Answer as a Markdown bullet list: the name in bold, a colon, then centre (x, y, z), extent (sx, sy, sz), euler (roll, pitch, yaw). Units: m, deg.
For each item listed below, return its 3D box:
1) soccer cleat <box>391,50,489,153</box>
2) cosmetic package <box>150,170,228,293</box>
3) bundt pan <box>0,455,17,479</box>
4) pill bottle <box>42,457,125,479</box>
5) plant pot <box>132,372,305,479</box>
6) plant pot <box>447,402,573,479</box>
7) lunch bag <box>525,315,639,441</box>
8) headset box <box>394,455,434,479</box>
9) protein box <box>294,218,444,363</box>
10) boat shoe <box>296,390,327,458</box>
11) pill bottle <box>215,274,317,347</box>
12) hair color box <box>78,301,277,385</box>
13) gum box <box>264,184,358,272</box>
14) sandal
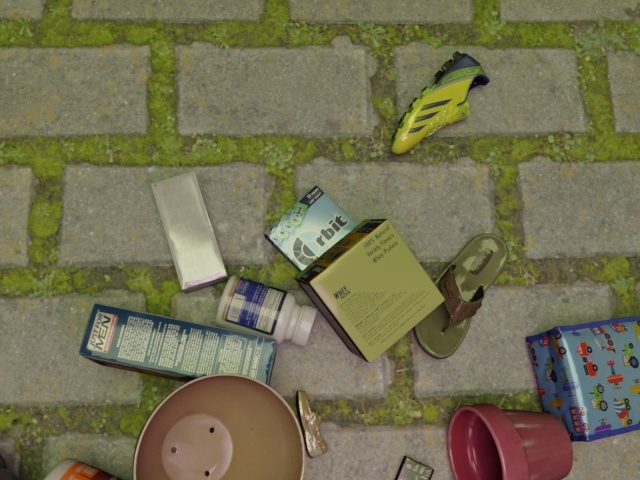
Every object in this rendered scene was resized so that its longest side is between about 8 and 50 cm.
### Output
- **soccer cleat**: centre (0.268, -0.292, 1.503), extent (0.121, 0.093, 0.289), euler (40, 78, -1)
- **cosmetic package**: centre (-0.274, -0.017, 1.421), extent (0.098, 0.060, 0.239), euler (-16, 78, -9)
- **bundt pan**: centre (-0.664, 0.509, 1.197), extent (0.330, 0.124, 0.331), euler (-11, 63, 22)
- **pill bottle**: centre (-0.325, 0.563, 1.197), extent (0.392, 0.224, 0.224), euler (22, 76, 2)
- **plant pot**: centre (-0.193, 0.376, 1.176), extent (0.284, 0.191, 0.284), euler (5, 77, -23)
- **plant pot**: centre (0.371, 0.408, 1.302), extent (0.180, 0.201, 0.201), euler (-4, 76, -20)
- **lunch bag**: centre (0.602, 0.274, 1.380), extent (0.293, 0.138, 0.221), euler (-6, 74, -14)
- **headset box**: centre (0.180, 0.480, 1.344), extent (0.062, 0.032, 0.083), euler (24, 77, 3)
- **protein box**: centre (0.094, 0.095, 1.350), extent (0.200, 0.136, 0.201), euler (-39, 101, -11)
- **boat shoe**: centre (-0.018, 0.363, 1.355), extent (0.045, 0.050, 0.135), euler (-12, 88, -9)
- **pill bottle**: centre (-0.107, 0.148, 1.365), extent (0.186, 0.112, 0.112), euler (18, 76, 1)
- **hair color box**: centre (-0.263, 0.216, 1.305), extent (0.347, 0.174, 0.105), euler (12, 72, -1)
- **gum box**: centre (0.000, 0.000, 1.442), extent (0.157, 0.041, 0.184), euler (-44, 82, -11)
- **sandal**: centre (0.292, 0.104, 1.411), extent (0.120, 0.086, 0.303), euler (32, 77, 5)
